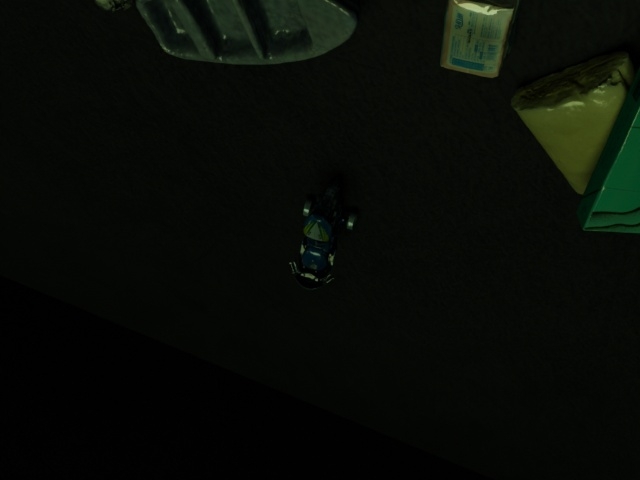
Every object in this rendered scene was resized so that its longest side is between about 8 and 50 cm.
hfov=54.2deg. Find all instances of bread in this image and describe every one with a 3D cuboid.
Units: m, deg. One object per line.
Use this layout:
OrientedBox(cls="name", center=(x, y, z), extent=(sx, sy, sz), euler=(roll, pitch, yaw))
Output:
OrientedBox(cls="bread", center=(0.325, -0.124, 0.731), extent=(0.178, 0.060, 0.140), euler=(40, 146, -29))

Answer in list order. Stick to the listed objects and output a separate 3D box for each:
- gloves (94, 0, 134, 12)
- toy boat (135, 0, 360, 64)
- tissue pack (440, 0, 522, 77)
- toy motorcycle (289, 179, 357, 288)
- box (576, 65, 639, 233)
OrientedBox(cls="gloves", center=(-0.262, -0.340, 0.747), extent=(0.114, 0.070, 0.153), euler=(35, 152, 13))
OrientedBox(cls="toy boat", center=(-0.081, -0.273, 0.739), extent=(0.283, 0.078, 0.127), euler=(7, 147, 24))
OrientedBox(cls="tissue pack", center=(0.170, -0.228, 0.665), extent=(0.074, 0.058, 0.094), euler=(16, 150, 14))
OrientedBox(cls="toy motorcycle", center=(0.000, 0.000, 1.077), extent=(0.092, 0.135, 0.254), euler=(18, 151, 6))
OrientedBox(cls="box", center=(0.389, -0.098, 0.661), extent=(0.161, 0.042, 0.226), euler=(5, 134, 1))
